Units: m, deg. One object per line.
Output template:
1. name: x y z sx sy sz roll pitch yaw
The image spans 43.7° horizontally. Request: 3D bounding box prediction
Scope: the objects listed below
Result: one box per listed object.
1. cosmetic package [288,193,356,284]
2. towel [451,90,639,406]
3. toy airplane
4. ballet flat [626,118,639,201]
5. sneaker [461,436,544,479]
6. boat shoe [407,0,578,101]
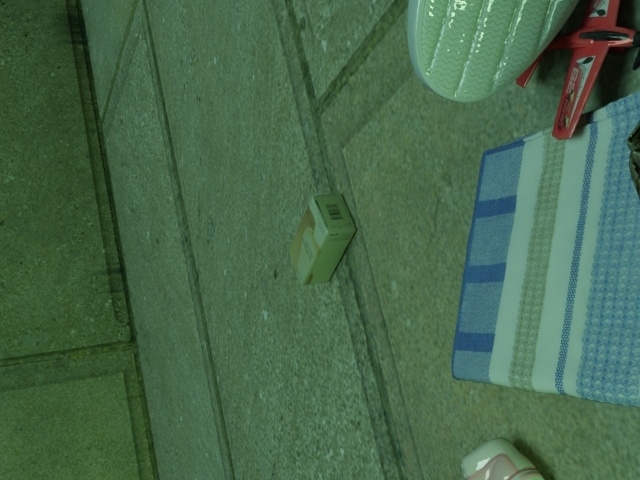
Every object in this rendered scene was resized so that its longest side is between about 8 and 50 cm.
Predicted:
1. cosmetic package: 0.000 0.000 1.001 0.060 0.041 0.115 67 150 32
2. towel: 0.190 0.004 0.537 0.285 0.034 0.209 -13 63 65
3. toy airplane: 0.184 -0.144 0.586 0.151 0.028 0.151 -28 57 53
4. ballet flat: 0.214 -0.127 0.438 0.084 0.058 0.250 -169 93 -69
5. sneaker: 0.153 0.235 0.717 0.070 0.051 0.134 -125 41 -49
6. boat shoe: 0.138 -0.266 0.575 0.119 0.121 0.335 -130 56 -69
